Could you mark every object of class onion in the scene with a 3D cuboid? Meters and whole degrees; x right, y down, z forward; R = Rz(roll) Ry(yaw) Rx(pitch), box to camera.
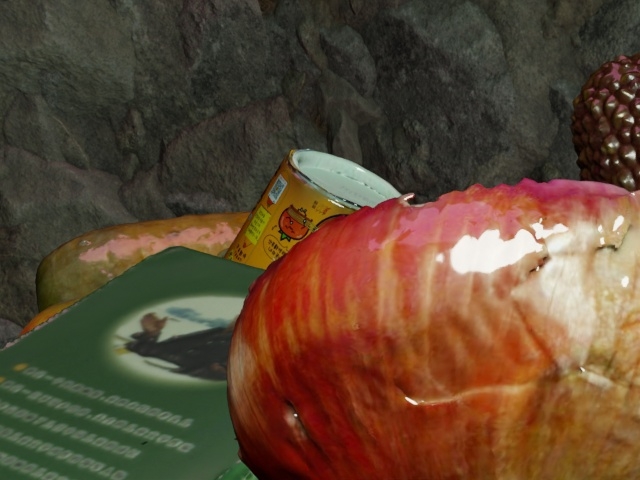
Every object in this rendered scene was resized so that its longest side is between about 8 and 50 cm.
[{"bbox_3d":[0.075,0.082,0.454,0.230,0.163,0.230,-4,-29,-2],"label":"onion"}]

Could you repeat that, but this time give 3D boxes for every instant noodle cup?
[{"bbox_3d":[0.000,0.000,1.446,0.216,0.172,0.216,23,20,-9],"label":"instant noodle cup"}]

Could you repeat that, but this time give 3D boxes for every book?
[{"bbox_3d":[-0.130,0.110,0.772,0.260,0.043,0.371,13,30,37],"label":"book"}]

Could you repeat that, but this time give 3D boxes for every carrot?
[{"bbox_3d":[-0.217,0.077,1.647,0.341,0.224,0.224,-12,1,-10],"label":"carrot"}]

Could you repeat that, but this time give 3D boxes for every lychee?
[{"bbox_3d":[0.397,-0.088,1.319,0.236,0.271,0.236,-43,-1,-1],"label":"lychee"}]

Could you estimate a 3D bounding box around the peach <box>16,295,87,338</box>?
[{"bbox_3d":[-0.180,0.145,0.982,0.190,0.192,0.190,-3,-35,-2],"label":"peach"}]
